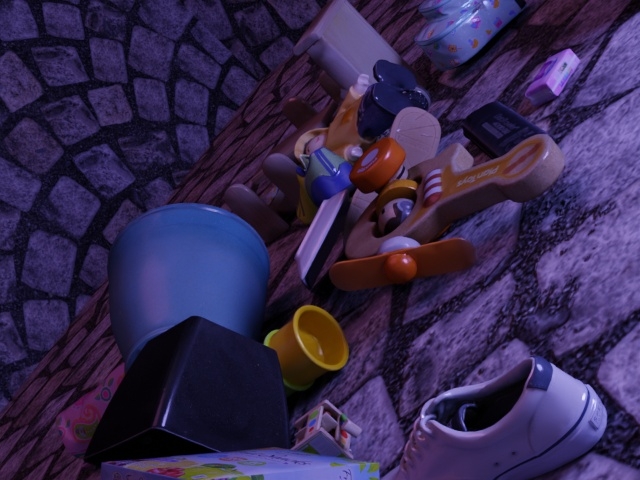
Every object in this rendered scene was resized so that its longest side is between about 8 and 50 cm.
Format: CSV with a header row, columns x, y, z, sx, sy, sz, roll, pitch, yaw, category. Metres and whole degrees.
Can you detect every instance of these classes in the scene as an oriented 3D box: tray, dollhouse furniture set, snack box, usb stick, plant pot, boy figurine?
x,y,z,sx,sy,sz,roll,pitch,yaw,category
0.000,0.000,1.512,0.145,0.030,0.270,-62,-4,-4,tray
-0.023,-0.264,2.057,0.394,0.256,0.362,-33,19,40,dollhouse furniture set
-0.076,0.240,0.953,0.174,0.207,0.070,-7,80,50,snack box
0.256,-0.143,1.392,0.077,0.045,0.278,-31,16,5,usb stick
-0.208,0.123,1.601,0.272,0.272,0.255,-40,31,22,plant pot
0.054,-0.201,1.727,0.285,0.092,0.177,-32,43,53,boy figurine
-0.150,0.202,1.232,0.187,0.188,0.167,-31,41,46,plant pot

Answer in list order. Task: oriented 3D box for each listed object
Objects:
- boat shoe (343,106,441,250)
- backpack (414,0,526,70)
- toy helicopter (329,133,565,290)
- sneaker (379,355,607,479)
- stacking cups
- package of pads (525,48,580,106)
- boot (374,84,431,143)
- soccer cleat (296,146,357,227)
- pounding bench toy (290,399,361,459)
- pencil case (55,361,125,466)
x,y,z,sx,sy,sz,roll,pitch,yaw,category
0.106,-0.074,1.539,0.092,0.103,0.285,111,180,-61,boat shoe
0.265,-0.412,1.886,0.188,0.144,0.166,-52,21,-11,backpack
0.149,-0.040,1.251,0.355,0.140,0.235,-22,30,51,toy helicopter
0.113,0.175,0.860,0.258,0.091,0.094,-39,17,26,sneaker
-0.099,0.200,1.382,0.316,0.096,0.096,-37,17,35,stacking cups
0.331,-0.232,1.443,0.050,0.032,0.083,-20,30,57,package of pads
0.098,-0.165,1.810,0.236,0.085,0.178,-40,19,29,boot
0.001,-0.096,1.743,0.093,0.121,0.289,-34,0,-12,soccer cleat
0.014,0.211,1.115,0.083,0.052,0.065,-40,16,23,pounding bench toy
-0.347,0.284,1.798,0.284,0.124,0.124,-41,16,22,pencil case
